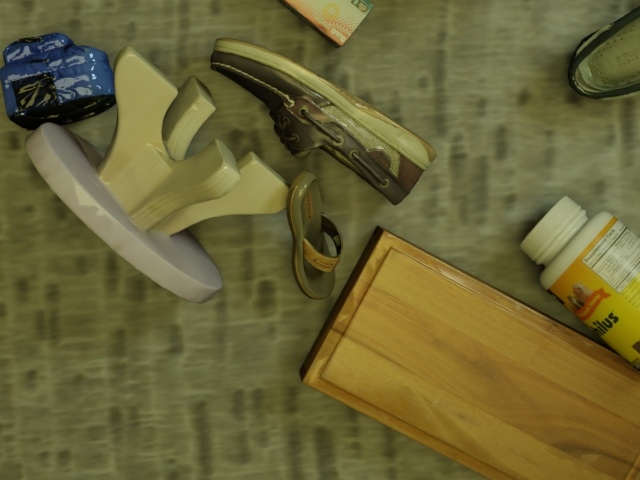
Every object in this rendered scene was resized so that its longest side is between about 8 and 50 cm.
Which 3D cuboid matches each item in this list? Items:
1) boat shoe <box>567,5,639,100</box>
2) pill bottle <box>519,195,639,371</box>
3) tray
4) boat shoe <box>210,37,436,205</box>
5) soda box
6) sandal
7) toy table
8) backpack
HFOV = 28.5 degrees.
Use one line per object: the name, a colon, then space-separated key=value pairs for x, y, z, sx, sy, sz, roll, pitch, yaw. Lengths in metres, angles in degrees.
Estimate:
boat shoe: x=0.414 y=-0.235 z=1.386 sx=0.303 sy=0.091 sz=0.114 roll=-31 pitch=93 yaw=33
pill bottle: x=0.338 y=0.048 z=1.457 sx=0.215 sy=0.117 sz=0.117 roll=42 pitch=92 yaw=9
tray: x=0.204 y=0.168 z=1.497 sx=0.411 sy=0.076 sz=0.202 roll=28 pitch=94 yaw=-7
boat shoe: x=-0.006 y=-0.135 z=1.438 sx=0.285 sy=0.103 sz=0.092 roll=28 pitch=89 yaw=-12
soda box: x=-0.029 y=-0.300 z=1.439 sx=0.183 sy=0.058 sz=0.063 roll=39 pitch=92 yaw=-7
sandal: x=0.000 y=0.000 z=1.430 sx=0.049 sy=0.072 sz=0.180 roll=11 pitch=133 yaw=22
toy table: x=-0.166 y=-0.073 z=1.376 sx=0.161 sy=0.252 sz=0.274 roll=-43 pitch=130 yaw=11
backpack: x=-0.292 y=-0.182 z=1.414 sx=0.120 sy=0.098 sz=0.101 roll=-10 pitch=93 yaw=-2
